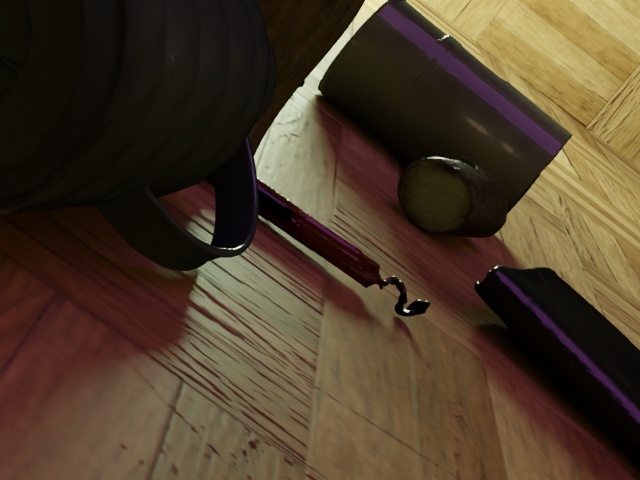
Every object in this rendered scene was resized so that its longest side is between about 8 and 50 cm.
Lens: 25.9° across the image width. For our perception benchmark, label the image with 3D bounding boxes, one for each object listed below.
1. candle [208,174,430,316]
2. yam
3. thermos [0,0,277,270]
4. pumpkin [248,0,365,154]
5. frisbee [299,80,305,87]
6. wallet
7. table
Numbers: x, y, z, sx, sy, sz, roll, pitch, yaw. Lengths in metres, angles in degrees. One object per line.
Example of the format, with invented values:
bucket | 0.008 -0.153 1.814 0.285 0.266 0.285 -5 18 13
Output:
candle | 0.000 0.001 0.889 0.167 0.021 0.026 35 -6 -9
yam | 0.119 -0.038 1.200 0.070 0.069 0.146 44 16 19
thermos | -0.094 -0.074 0.671 0.286 0.145 0.182 -6 79 -72
pumpkin | -0.101 -0.238 0.939 0.332 0.199 0.332 44 11 -10
frisbee | -0.060 -0.224 1.361 0.211 0.012 0.187 50 26 16
wallet | 0.250 0.139 1.038 0.321 0.044 0.170 47 17 19
table | 0.120 -0.124 1.355 0.220 0.126 0.126 41 14 6
